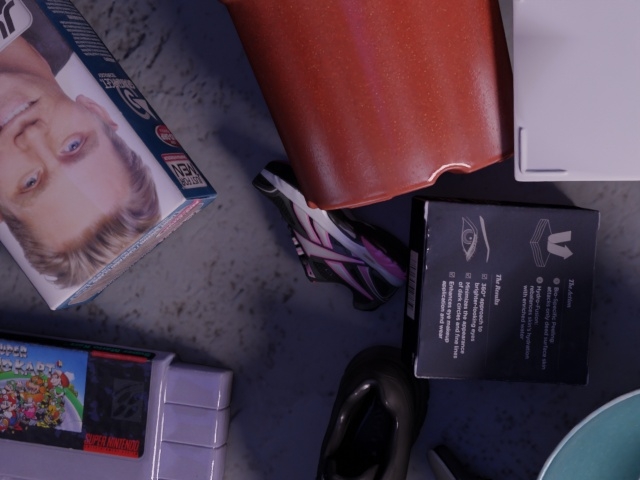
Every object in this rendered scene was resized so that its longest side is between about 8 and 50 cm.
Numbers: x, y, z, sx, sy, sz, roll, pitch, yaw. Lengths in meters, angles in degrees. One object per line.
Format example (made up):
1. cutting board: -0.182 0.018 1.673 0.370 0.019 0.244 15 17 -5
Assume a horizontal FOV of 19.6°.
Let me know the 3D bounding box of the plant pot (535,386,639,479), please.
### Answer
1. plant pot: 0.329 0.251 1.585 0.290 0.195 0.290 1 93 14

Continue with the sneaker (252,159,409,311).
1. sneaker: 0.000 0.000 1.719 0.178 0.072 0.077 41 111 14

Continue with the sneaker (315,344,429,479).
1. sneaker: 0.030 0.242 1.692 0.109 0.130 0.286 5 95 11

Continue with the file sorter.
1. file sorter: 0.313 -0.150 1.580 0.278 0.173 0.193 0 94 14

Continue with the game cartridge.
1. game cartridge: -0.267 0.206 1.799 0.355 0.068 0.230 7 99 13

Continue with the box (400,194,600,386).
1. box: 0.158 0.043 1.647 0.158 0.093 0.156 4 94 -6

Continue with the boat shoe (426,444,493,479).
1. boat shoe: 0.148 0.240 1.709 0.042 0.049 0.133 -36 76 -15

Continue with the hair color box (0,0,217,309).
1. hair color box: -0.276 -0.124 1.759 0.174 0.105 0.347 -39 84 13

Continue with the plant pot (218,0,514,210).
1. plant pot: 0.048 -0.179 1.610 0.272 0.272 0.265 -16 97 14
